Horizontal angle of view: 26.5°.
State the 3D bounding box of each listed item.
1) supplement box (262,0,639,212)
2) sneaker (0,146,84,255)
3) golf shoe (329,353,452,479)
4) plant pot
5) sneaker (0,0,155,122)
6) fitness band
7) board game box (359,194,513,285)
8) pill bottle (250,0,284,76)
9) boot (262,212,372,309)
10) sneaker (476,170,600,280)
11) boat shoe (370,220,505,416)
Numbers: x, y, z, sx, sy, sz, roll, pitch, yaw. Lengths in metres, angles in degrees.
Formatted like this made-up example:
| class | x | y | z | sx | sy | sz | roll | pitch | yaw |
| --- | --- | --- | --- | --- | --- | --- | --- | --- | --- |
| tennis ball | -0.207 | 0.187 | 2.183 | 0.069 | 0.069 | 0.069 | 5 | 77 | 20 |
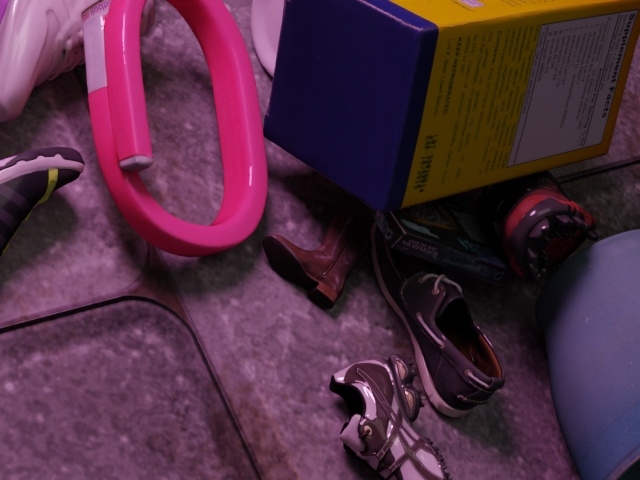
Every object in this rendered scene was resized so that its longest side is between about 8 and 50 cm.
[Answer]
| class | x | y | z | sx | sy | sz | roll | pitch | yaw |
| --- | --- | --- | --- | --- | --- | --- | --- | --- | --- |
| supplement box | 0.144 | -0.183 | 1.419 | 0.357 | 0.194 | 0.195 | -15 | 37 | -39 |
| sneaker | -0.305 | -0.014 | 1.199 | 0.235 | 0.084 | 0.097 | -25 | 103 | -41 |
| golf shoe | 0.064 | 0.207 | 1.313 | 0.094 | 0.077 | 0.198 | -5 | 58 | -25 |
| plant pot | 0.361 | 0.138 | 1.443 | 0.272 | 0.271 | 0.255 | 5 | 45 | -33 |
| sneaker | -0.240 | -0.222 | 1.328 | 0.152 | 0.114 | 0.305 | 29 | 50 | -16 |
| fitness band | -0.134 | -0.128 | 1.328 | 0.209 | 0.054 | 0.290 | 10 | 69 | -52 |
| board game box | 0.116 | -0.021 | 1.454 | 0.186 | 0.026 | 0.126 | 19 | 32 | -44 |
| pill bottle | 0.046 | -0.249 | 1.534 | 0.229 | 0.131 | 0.131 | -13 | 71 | -39 |
| boot | 0.000 | 0.000 | 1.411 | 0.106 | 0.037 | 0.114 | 48 | 49 | -18 |
| sneaker | 0.226 | -0.029 | 1.492 | 0.135 | 0.097 | 0.276 | 46 | 11 | 12 |
| boat shoe | 0.125 | 0.065 | 1.432 | 0.084 | 0.079 | 0.233 | -7 | 64 | -35 |
